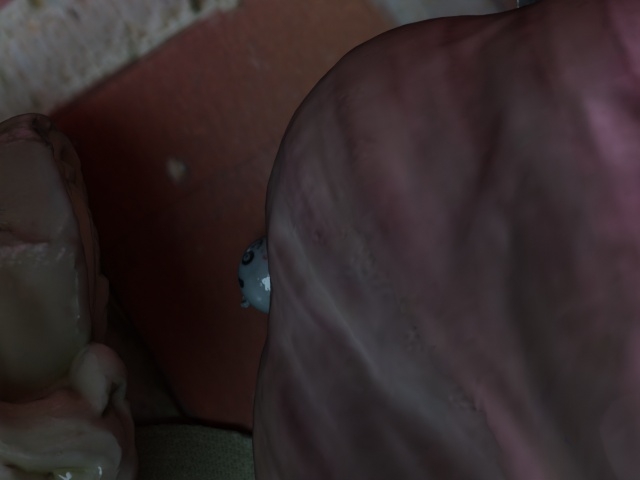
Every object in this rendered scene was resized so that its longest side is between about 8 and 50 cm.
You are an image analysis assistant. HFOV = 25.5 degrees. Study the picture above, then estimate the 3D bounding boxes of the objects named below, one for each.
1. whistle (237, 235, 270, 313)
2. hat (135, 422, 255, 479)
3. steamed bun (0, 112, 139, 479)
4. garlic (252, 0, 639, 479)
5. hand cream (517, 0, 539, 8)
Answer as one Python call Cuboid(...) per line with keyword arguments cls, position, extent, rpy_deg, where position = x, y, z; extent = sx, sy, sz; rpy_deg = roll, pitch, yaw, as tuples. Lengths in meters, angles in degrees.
Cuboid(cls="whistle", position=(0.000, 0.000, 0.581), extent=(0.100, 0.035, 0.035), rpy_deg=(-38, 92, 31))
Cuboid(cls="hat", position=(-0.066, 0.227, 0.654), extent=(0.257, 0.130, 0.257), rpy_deg=(10, 116, 21))
Cuboid(cls="steamed bun", position=(-0.166, 0.069, 0.580), extent=(0.218, 0.144, 0.211), rpy_deg=(-65, 34, 37))
Cuboid(cls="garlic", position=(0.119, 0.072, 0.409), extent=(0.317, 0.259, 0.317), rpy_deg=(-4, 122, -7))
Cuboid(cls="hand cream", position=(0.153, -0.081, 0.467), extent=(0.175, 0.046, 0.095), rpy_deg=(-2, 109, 24))
